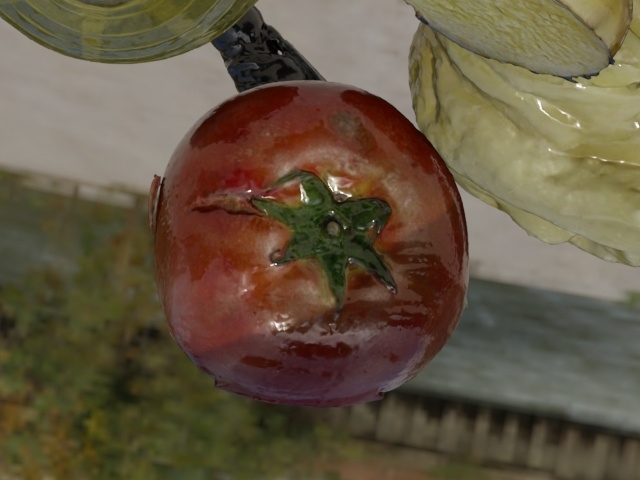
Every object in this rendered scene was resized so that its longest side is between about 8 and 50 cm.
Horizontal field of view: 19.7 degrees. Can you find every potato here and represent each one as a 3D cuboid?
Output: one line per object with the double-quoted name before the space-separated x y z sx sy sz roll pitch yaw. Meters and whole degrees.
"potato" 0.131 -0.180 1.230 0.164 0.081 0.200 37 171 -30

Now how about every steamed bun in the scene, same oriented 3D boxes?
"steamed bun" 0.236 -0.174 1.556 0.325 0.372 0.230 13 175 1

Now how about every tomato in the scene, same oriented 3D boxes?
"tomato" 0.002 -0.002 1.173 0.225 0.225 0.085 13 162 -15

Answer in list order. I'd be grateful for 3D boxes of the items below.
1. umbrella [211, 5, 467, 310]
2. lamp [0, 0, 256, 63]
"umbrella" 0.015 -0.071 1.696 0.106 0.357 0.113 -34 177 24
"lamp" -0.132 -0.253 1.258 0.250 0.250 0.284 11 -152 -3
